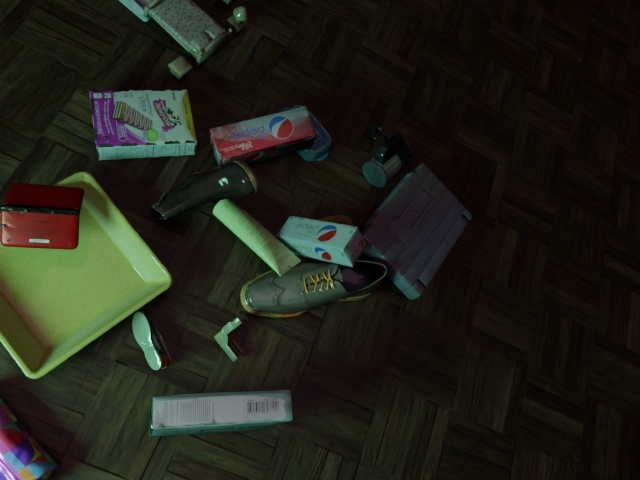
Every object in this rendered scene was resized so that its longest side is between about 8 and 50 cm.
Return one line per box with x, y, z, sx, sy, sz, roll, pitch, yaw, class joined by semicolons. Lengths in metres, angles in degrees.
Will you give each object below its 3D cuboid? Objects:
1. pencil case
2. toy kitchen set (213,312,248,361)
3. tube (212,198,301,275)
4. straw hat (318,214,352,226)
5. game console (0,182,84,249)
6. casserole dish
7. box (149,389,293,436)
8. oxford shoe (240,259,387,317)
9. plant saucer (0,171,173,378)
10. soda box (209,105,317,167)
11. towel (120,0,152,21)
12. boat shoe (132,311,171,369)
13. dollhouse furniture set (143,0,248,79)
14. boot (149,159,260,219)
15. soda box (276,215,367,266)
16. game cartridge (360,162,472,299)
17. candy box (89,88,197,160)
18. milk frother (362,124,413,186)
-0.603;0.373;0.939;0.236;0.104;0.104;46;63;0;pencil case
-0.182;0.216;1.163;0.075;0.083;0.068;51;22;4;toy kitchen set
-0.160;-0.009;1.234;0.240;0.062;0.070;40;78;9;tube
0.027;0.004;1.308;0.144;0.145;0.061;-57;136;-26;straw hat
-0.580;-0.051;1.061;0.144;0.085;0.124;3;101;-18;game console
-0.043;-0.307;1.418;0.114;0.037;0.188;-38;85;-27;casserole dish
-0.205;0.336;0.967;0.233;0.322;0.058;4;65;-19;box
-0.011;0.098;1.225;0.364;0.133;0.129;-11;75;-22;oxford shoe
-0.549;0.066;1.080;0.333;0.081;0.332;-38;87;-27;plant saucer
-0.149;-0.266;1.317;0.264;0.083;0.092;-18;80;-15;soda box
-0.472;-0.757;1.436;0.209;0.034;0.285;42;63;-1;towel
-0.369;0.218;1.109;0.137;0.049;0.043;61;22;12;boat shoe
-0.358;-0.667;1.342;0.303;0.174;0.355;42;61;-9;dollhouse furniture set
-0.268;-0.101;1.164;0.207;0.248;0.090;-37;117;-24;boot
0.000;0.000;1.226;0.073;0.216;0.069;-56;135;-26;soda box
0.260;-0.036;1.384;0.230;0.068;0.355;44;55;-2;game cartridge
-0.438;-0.290;1.255;0.234;0.071;0.159;-8;73;-22;candy box
0.168;-0.248;1.447;0.143;0.129;0.135;24;54;39;milk frother
